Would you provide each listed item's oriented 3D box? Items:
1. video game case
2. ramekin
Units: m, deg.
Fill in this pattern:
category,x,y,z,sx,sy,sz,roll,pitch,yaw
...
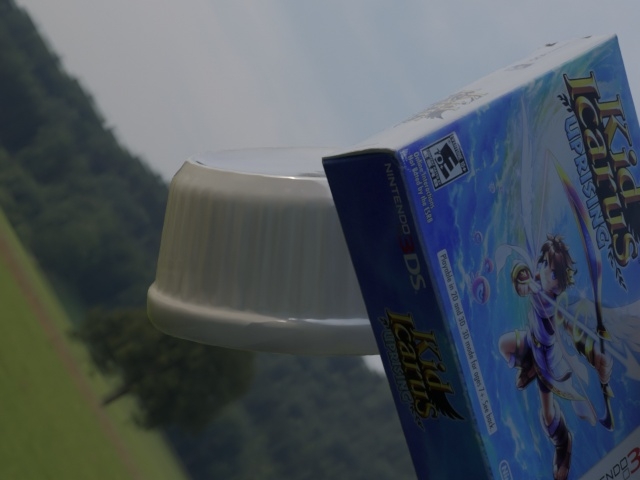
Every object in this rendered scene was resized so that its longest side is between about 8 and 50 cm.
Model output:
category,x,y,z,sx,sy,sz,roll,pitch,yaw
video game case,0.131,0.036,1.048,0.061,0.244,0.269,-6,-74,41
ramekin,0.000,0.000,1.352,0.273,0.273,0.127,-150,-119,-72
